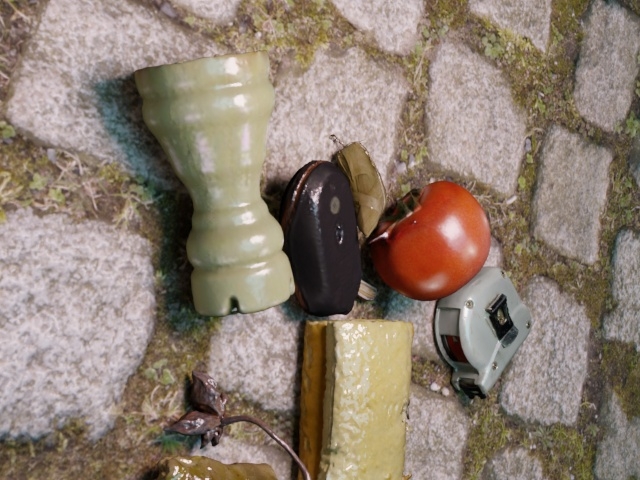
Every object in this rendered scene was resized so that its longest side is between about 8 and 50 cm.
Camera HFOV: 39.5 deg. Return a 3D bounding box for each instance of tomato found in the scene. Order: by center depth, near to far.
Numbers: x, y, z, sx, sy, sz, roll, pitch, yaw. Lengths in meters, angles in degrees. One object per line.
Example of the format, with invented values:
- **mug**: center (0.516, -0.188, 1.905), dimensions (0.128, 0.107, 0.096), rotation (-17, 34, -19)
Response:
- **tomato**: center (0.229, 0.002, 1.854), dimensions (0.224, 0.256, 0.256), rotation (51, 57, -8)

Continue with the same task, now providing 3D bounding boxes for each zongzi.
- **zongzi**: center (0.072, -0.115, 1.793), dimensions (0.178, 0.081, 0.189), rotation (-66, 135, -64)

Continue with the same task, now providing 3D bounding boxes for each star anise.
- **star anise**: center (-0.134, 0.339, 1.553), dimensions (0.148, 0.227, 0.219), rotation (-28, 112, -58)

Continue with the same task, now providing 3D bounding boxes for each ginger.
- **ginger**: center (-0.187, 0.447, 1.585), dimensions (0.263, 0.116, 0.109), rotation (17, 119, -44)

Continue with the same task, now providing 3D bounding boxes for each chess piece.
- **chess piece**: center (-0.164, -0.098, 1.547), dimensions (0.234, 0.234, 0.442), rotation (-20, 106, -39)

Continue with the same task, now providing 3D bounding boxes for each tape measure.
- **tape measure**: center (0.377, 0.200, 2.064), dimensions (0.243, 0.125, 0.246), rotation (-46, 118, -32)

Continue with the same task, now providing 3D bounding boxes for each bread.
- **bread**: center (0.079, 0.343, 1.776), dimensions (0.236, 0.165, 0.375), rotation (7, 85, -36)

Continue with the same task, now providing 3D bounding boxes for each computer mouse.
- **computer mouse**: center (-0.004, -0.001, 1.739), dimensions (0.183, 0.116, 0.323), rotation (-34, 123, -47)

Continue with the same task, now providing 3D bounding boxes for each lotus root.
- **lotus root**: center (0.084, 0.104, 1.870), dimensions (0.083, 0.030, 0.037), rotation (29, 68, -40)
